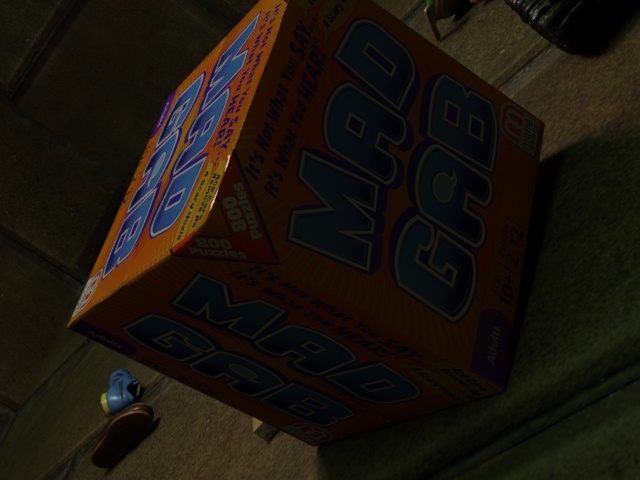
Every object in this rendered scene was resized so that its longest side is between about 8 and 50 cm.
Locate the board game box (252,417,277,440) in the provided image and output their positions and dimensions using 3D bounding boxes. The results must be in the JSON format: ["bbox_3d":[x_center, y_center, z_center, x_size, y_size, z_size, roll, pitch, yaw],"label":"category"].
[{"bbox_3d":[-0.060,0.213,1.386,0.103,0.026,0.154,-50,18,14],"label":"board game box"}]

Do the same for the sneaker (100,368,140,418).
[{"bbox_3d":[-0.429,0.333,2.079,0.082,0.069,0.209,-20,11,0],"label":"sneaker"}]

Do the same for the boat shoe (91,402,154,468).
[{"bbox_3d":[-0.397,0.377,1.875,0.207,0.073,0.073,-43,23,32],"label":"boat shoe"}]

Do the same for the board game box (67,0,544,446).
[{"bbox_3d":[-0.012,-0.018,1.084,0.356,0.356,0.356,-30,36,50],"label":"board game box"}]

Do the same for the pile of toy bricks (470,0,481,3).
[{"bbox_3d":[0.327,-0.514,1.631,0.212,0.118,0.105,-42,52,9],"label":"pile of toy bricks"}]

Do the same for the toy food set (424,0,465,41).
[{"bbox_3d":[0.242,-0.478,1.744,0.192,0.038,0.132,-56,-25,-8],"label":"toy food set"}]

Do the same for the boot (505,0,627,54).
[{"bbox_3d":[0.367,-0.349,1.135,0.260,0.131,0.348,-44,8,9],"label":"boot"}]
